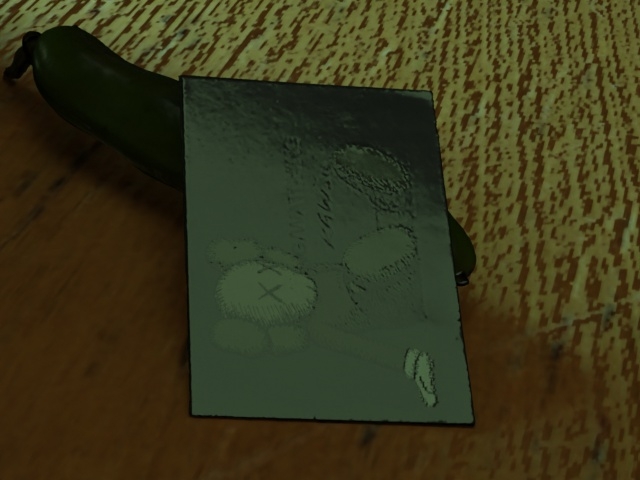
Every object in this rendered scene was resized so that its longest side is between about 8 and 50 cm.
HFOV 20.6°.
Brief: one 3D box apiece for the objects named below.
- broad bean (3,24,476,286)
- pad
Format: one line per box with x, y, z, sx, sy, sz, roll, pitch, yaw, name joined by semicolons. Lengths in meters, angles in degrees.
-0.057;-0.052;0.899;0.325;0.067;0.075;29;15;25;broad bean
0.000;0.000;0.814;0.127;0.004;0.190;2;55;-11;pad
